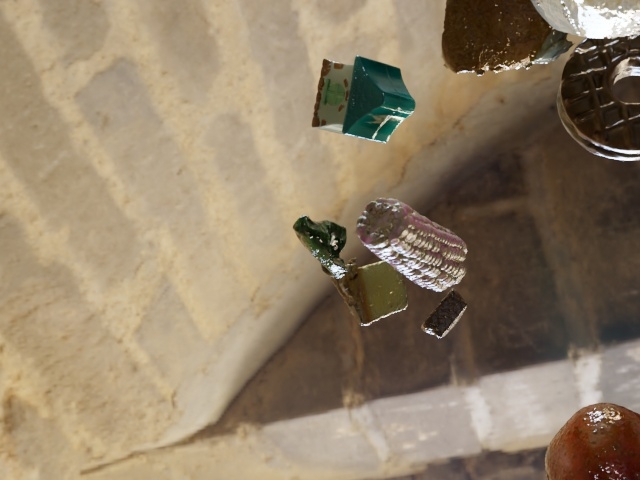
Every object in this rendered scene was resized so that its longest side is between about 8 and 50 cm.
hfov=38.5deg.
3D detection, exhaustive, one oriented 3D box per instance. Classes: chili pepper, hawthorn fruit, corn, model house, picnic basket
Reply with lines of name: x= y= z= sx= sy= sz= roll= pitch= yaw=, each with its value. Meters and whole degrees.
chili pepper: x=0.003 y=0.000 z=1.812 sx=0.216 sy=0.062 sz=0.108 roll=48 pitch=-142 yaw=-60
hawthorn fruit: x=0.576 y=0.477 z=1.777 sx=0.275 sy=0.275 sz=0.300 roll=64 pitch=-158 yaw=-47
corn: x=0.162 y=0.007 z=1.645 sx=0.335 sy=0.126 sz=0.127 roll=26 pitch=-128 yaw=-56
model house: x=0.073 y=-0.230 z=1.501 sx=0.100 sy=0.149 sz=0.127 roll=6 pitch=-85 yaw=-41
picnic basket: x=0.265 y=0.159 z=1.939 sx=0.055 sy=0.110 sz=0.193 roll=40 pitch=180 yaw=11

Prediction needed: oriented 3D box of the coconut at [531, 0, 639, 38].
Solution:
coconut: x=0.468 y=-0.491 z=1.442 sx=0.360 sy=0.346 sz=0.346 roll=30 pitch=-131 yaw=-57

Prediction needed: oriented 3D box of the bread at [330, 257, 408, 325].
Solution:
bread: x=0.113 y=0.114 z=2.103 sx=0.127 sy=0.147 sz=0.152 roll=-36 pitch=70 yaw=62

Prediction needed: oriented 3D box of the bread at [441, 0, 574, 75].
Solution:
bread: x=0.401 y=-0.476 z=1.934 sx=0.225 sy=0.279 sz=0.250 roll=-69 pitch=-19 yaw=-63

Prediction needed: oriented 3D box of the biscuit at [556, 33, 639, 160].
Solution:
biscuit: x=0.669 y=-0.323 z=1.955 sx=0.103 sy=0.332 sz=0.332 roll=47 pitch=-146 yaw=-62
